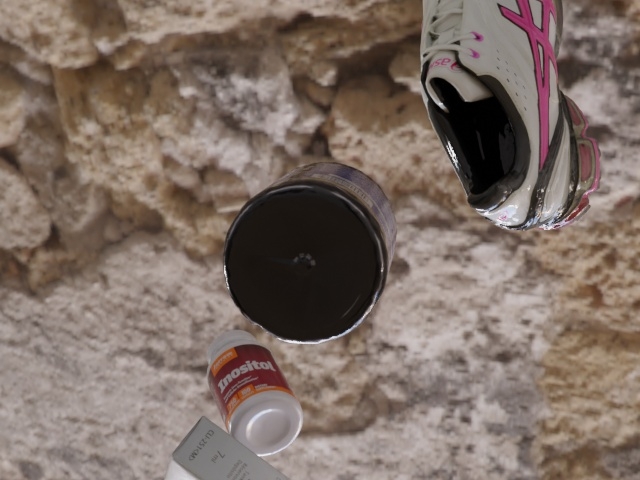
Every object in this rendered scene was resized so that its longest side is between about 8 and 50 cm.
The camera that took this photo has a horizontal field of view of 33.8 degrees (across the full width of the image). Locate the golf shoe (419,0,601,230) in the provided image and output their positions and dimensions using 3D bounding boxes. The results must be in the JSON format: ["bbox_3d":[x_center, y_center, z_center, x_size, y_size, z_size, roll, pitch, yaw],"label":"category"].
[{"bbox_3d":[0.083,-0.096,0.528,0.086,0.067,0.186,0,-111,-50],"label":"golf shoe"}]

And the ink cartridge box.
[{"bbox_3d":[-0.060,0.318,1.091,0.239,0.275,0.060,34,-122,7],"label":"ink cartridge box"}]

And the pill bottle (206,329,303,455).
[{"bbox_3d":[-0.082,0.169,1.207,0.086,0.086,0.152,-17,-148,-13],"label":"pill bottle"}]

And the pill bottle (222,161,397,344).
[{"bbox_3d":[0.000,0.000,0.856,0.122,0.123,0.219,2,-170,7],"label":"pill bottle"}]
